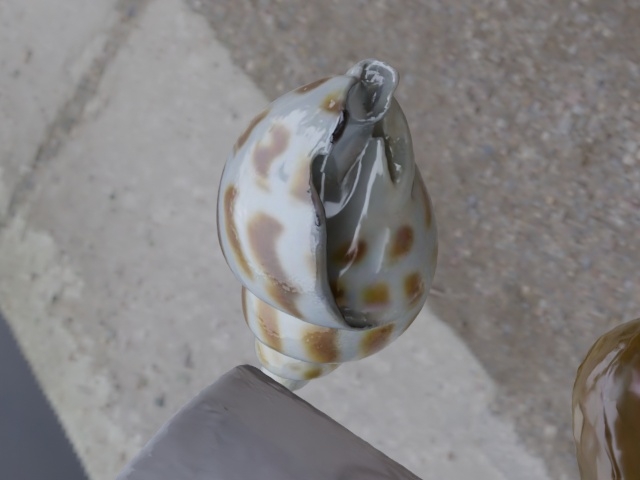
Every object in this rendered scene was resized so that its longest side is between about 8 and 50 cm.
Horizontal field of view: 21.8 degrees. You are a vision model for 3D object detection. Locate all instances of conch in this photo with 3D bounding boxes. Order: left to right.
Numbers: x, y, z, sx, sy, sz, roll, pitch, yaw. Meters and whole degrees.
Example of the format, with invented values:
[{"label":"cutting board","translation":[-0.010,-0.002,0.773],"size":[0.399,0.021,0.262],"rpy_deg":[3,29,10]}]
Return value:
[{"label":"conch","translation":[0.000,0.000,1.193],"size":[0.148,0.182,0.275],"rpy_deg":[12,117,36]}]

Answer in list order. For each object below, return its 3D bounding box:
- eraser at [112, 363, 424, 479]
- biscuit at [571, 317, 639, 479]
[{"label":"eraser","translation":[0.055,0.152,0.503],"size":[0.270,0.174,0.095],"rpy_deg":[35,104,7]},{"label":"biscuit","translation":[0.146,0.172,0.664],"size":[0.064,0.432,0.283],"rpy_deg":[161,98,-75]}]
